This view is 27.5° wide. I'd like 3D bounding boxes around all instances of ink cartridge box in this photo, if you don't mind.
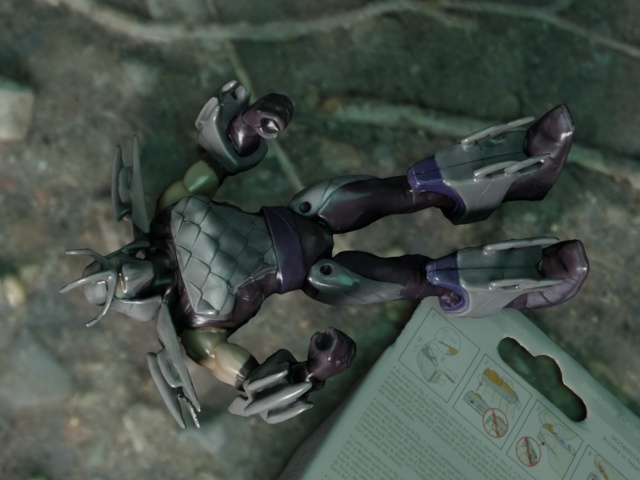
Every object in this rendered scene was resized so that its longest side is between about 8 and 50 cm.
[{"bbox_3d":[0.080,0.154,0.761,0.189,0.066,0.232,42,52,-8],"label":"ink cartridge box"}]

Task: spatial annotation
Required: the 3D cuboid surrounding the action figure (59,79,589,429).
[{"bbox_3d":[0.000,0.000,0.712,0.285,0.099,0.185,-9,80,-16],"label":"action figure"}]
